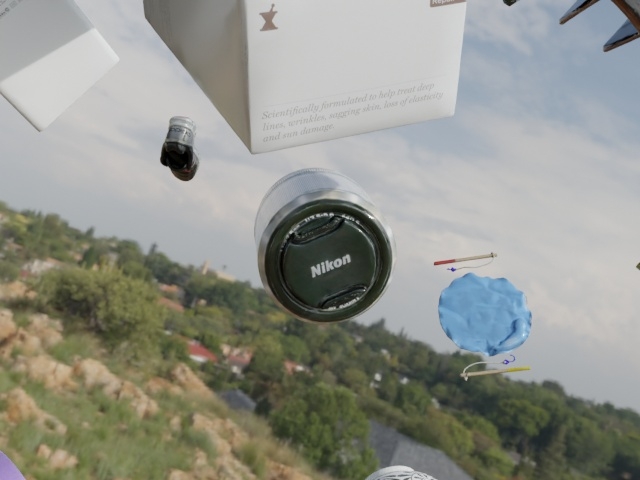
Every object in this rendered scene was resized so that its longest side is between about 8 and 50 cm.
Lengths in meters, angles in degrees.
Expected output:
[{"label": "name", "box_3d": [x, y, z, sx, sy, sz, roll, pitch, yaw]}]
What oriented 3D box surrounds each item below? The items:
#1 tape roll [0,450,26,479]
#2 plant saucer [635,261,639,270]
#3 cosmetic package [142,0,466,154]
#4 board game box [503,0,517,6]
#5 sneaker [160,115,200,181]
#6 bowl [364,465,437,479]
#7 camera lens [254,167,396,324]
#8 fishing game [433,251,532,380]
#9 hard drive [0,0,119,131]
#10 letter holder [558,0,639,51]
[{"label": "tape roll", "box_3d": [-0.543, 0.458, 1.373, 0.080, 0.189, 0.189, -31, 29, -35]}, {"label": "plant saucer", "box_3d": [0.557, -0.003, 1.110, 0.240, 0.037, 0.241, -22, -16, -7]}, {"label": "cosmetic package", "box_3d": [-0.041, -0.250, 0.815, 0.217, 0.156, 0.385, -12, 38, -18]}, {"label": "board game box", "box_3d": [0.316, -0.493, 1.302, 0.126, 0.186, 0.026, -32, -21, 34]}, {"label": "sneaker", "box_3d": [-0.251, -0.145, 1.423, 0.063, 0.075, 0.170, 14, -28, -1]}, {"label": "bowl", "box_3d": [0.098, 0.344, 1.032, 0.170, 0.170, 0.080, 22, 34, -31]}, {"label": "camera lens", "box_3d": [0.000, 0.000, 1.348, 0.219, 0.220, 0.274, 19, 13, -12]}, {"label": "fishing game", "box_3d": [0.323, 0.146, 1.583, 0.189, 0.264, 0.041, -9, -32, -7]}, {"label": "hard drive", "box_3d": [-0.584, -0.408, 1.584, 0.047, 0.233, 0.353, 38, -11, 38]}, {"label": "letter holder", "box_3d": [0.450, -0.415, 1.128, 0.152, 0.302, 0.214, 45, -8, -5]}]
